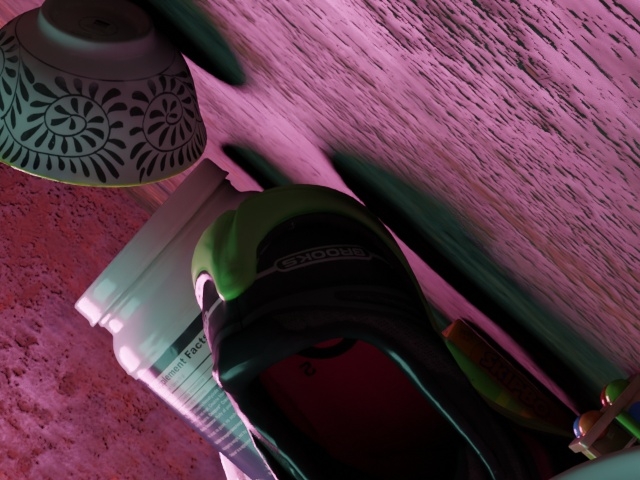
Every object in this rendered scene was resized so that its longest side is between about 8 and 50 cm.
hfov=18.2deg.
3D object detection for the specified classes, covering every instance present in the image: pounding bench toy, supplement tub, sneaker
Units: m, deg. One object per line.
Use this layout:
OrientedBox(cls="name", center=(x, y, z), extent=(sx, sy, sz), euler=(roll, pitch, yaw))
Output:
OrientedBox(cls="pounding bench toy", center=(0.173, 0.106, 1.070), extent=(0.065, 0.052, 0.083), euler=(41, 174, 6))
OrientedBox(cls="supplement tub", center=(-0.048, 0.082, 1.662), extent=(0.272, 0.191, 0.191), euler=(42, 174, -3))
OrientedBox(cls="sneaker", center=(0.081, 0.178, 1.336), extent=(0.483, 0.185, 0.202), euler=(42, -153, -20))

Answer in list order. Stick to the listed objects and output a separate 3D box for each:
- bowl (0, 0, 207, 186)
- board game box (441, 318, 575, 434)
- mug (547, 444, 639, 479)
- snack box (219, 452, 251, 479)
OrientedBox(cls="bowl", center=(-0.152, -0.113, 1.307), extent=(0.170, 0.080, 0.170), euler=(10, -149, -6))
OrientedBox(cls="board game box", center=(0.138, 0.165, 1.480), extent=(0.259, 0.039, 0.124), euler=(41, 130, -9))
OrientedBox(cls="mug", center=(0.177, 0.292, 0.941), extent=(0.328, 0.374, 0.276), euler=(40, -148, -51))
OrientedBox(cls="snack box", center=(0.013, 0.231, 1.796), extent=(0.060, 0.187, 0.321), euler=(-34, 68, 46))
